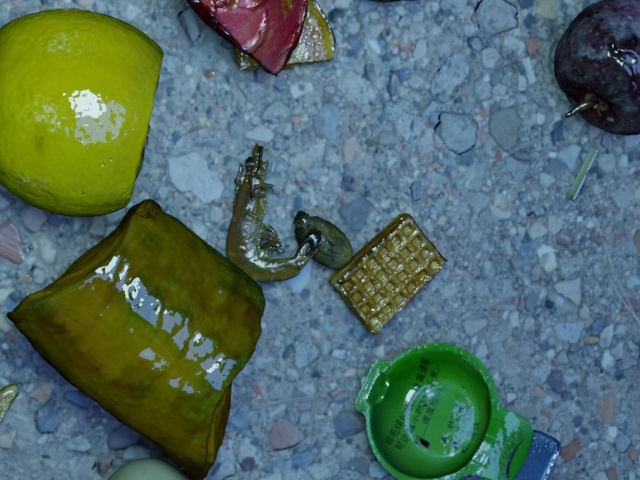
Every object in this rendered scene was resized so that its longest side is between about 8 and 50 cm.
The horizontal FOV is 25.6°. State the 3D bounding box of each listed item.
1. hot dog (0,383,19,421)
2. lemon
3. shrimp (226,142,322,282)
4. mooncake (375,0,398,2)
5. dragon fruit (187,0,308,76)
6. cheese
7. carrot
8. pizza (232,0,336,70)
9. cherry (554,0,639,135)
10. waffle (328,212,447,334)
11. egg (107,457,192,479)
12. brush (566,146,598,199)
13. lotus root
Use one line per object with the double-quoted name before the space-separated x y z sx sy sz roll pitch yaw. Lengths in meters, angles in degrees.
"hot dog" -0.407 0.211 1.735 0.034 0.030 0.090 34 84 -17
"lemon" -0.302 -0.153 1.626 0.219 0.240 0.240 15 91 -8
"shrimp" -0.056 -0.032 1.822 0.124 0.034 0.178 10 89 6
"mooncake" 0.091 -0.371 1.810 0.073 0.125 0.130 -7 102 -26
"dragon fruit" -0.109 -0.332 1.698 0.262 0.163 0.189 44 69 -3
"cheese" 0.192 0.261 1.956 0.320 0.083 0.204 28 84 -20
"carrot" -0.188 0.113 1.698 0.341 0.241 0.241 42 81 -20
"pizza" -0.066 -0.275 1.801 0.134 0.046 0.175 -41 105 -7
"cherry" 0.415 -0.247 1.933 0.195 0.195 0.195 -3 98 -22
"waffle" 0.091 0.043 1.908 0.148 0.042 0.102 -43 111 -12
"egg" -0.210 0.397 1.754 0.189 0.188 0.253 -1 92 -22
"brush" 0.378 -0.095 2.021 0.013 0.016 0.083 27 87 -35
"lotus root" 0.000 0.000 1.861 0.099 0.054 0.049 43 60 -22
